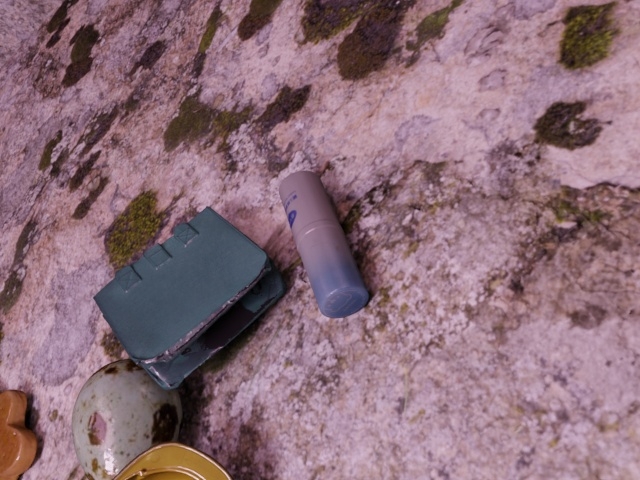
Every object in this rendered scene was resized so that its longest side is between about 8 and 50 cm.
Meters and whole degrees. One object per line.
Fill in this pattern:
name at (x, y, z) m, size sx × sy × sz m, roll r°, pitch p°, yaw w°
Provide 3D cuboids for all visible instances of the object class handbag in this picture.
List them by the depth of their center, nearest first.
handbag at (-0.214, 0.090, 1.047) m, size 0.269 × 0.100 × 0.274 m, roll -42°, pitch 39°, yaw -17°

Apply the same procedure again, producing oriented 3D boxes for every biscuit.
biscuit at (-0.703, 0.436, 1.317) m, size 0.355 × 0.052 × 0.275 m, roll 10°, pitch 73°, yaw 42°

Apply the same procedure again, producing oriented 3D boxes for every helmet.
helmet at (-0.212, 0.413, 0.877) m, size 0.205 × 0.140 × 0.256 m, roll 28°, pitch 75°, yaw 11°

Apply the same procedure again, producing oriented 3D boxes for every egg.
egg at (-0.302, 0.293, 0.989) m, size 0.169 × 0.169 × 0.231 m, roll -35°, pitch 39°, yaw 19°

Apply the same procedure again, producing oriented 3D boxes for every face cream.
face cream at (0.000, 0.000, 0.976) m, size 0.077 × 0.077 × 0.250 m, roll -37°, pitch 48°, yaw 17°
